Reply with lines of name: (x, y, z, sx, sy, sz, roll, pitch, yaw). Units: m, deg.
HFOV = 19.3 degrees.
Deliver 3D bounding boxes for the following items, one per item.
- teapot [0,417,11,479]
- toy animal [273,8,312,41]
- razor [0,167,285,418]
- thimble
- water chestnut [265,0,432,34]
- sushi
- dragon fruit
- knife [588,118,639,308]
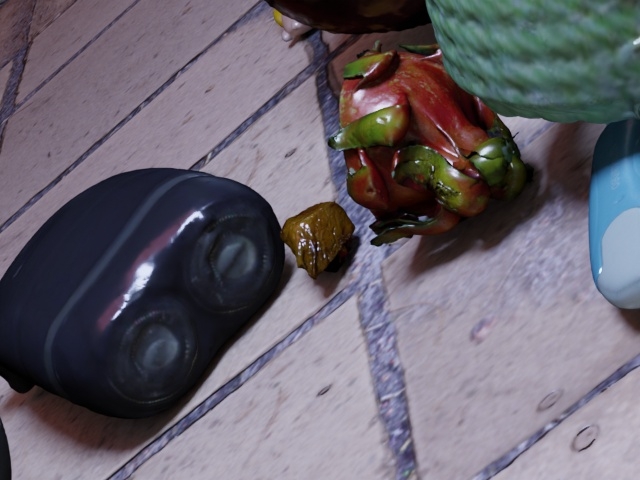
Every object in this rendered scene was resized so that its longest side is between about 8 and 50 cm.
teapot: (-0.320, 0.203, 1.203, 0.300, 0.253, 0.344, -8, 15, -20)
toy animal: (-0.029, -0.248, 1.819, 0.091, 0.082, 0.114, -29, 25, 38)
razor: (-0.163, 0.035, 1.463, 0.204, 0.113, 0.349, -52, 21, -16)
thimble: (0.164, -0.161, 1.101, 0.219, 0.150, 0.219, -16, 23, 7)
water chestnut: (0.051, -0.340, 1.482, 0.335, 0.335, 0.347, -32, 26, 31)
sushi: (0.000, 0.000, 1.320, 0.050, 0.047, 0.099, -25, 8, 16)
dragon fruit: (0.073, -0.057, 1.214, 0.175, 0.138, 0.142, 21, 88, 46)
knife: (0.176, -0.022, 1.040, 0.064, 0.031, 0.222, -40, 16, 23)
